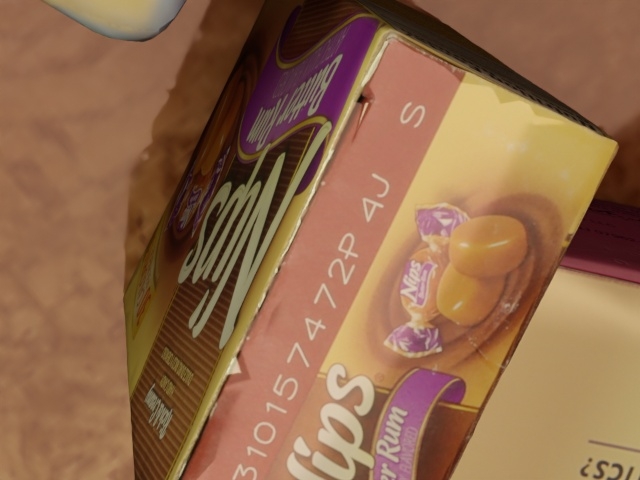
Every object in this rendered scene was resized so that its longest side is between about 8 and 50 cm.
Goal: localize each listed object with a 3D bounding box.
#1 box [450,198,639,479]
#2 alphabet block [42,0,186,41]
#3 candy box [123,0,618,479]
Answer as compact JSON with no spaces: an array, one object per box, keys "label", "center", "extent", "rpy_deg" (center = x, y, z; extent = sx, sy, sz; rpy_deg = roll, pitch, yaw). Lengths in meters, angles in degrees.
[{"label":"box","center":[0.101,0.124,0.512],"extent":[0.213,0.117,0.243],"rpy_deg":[12,100,-9]},{"label":"alphabet block","center":[-0.079,-0.175,0.390],"extent":[0.197,0.192,0.193],"rpy_deg":[27,97,-12]},{"label":"candy box","center":[0.000,0.000,0.437],"extent":[0.053,0.187,0.109],"rpy_deg":[25,99,-10]}]
